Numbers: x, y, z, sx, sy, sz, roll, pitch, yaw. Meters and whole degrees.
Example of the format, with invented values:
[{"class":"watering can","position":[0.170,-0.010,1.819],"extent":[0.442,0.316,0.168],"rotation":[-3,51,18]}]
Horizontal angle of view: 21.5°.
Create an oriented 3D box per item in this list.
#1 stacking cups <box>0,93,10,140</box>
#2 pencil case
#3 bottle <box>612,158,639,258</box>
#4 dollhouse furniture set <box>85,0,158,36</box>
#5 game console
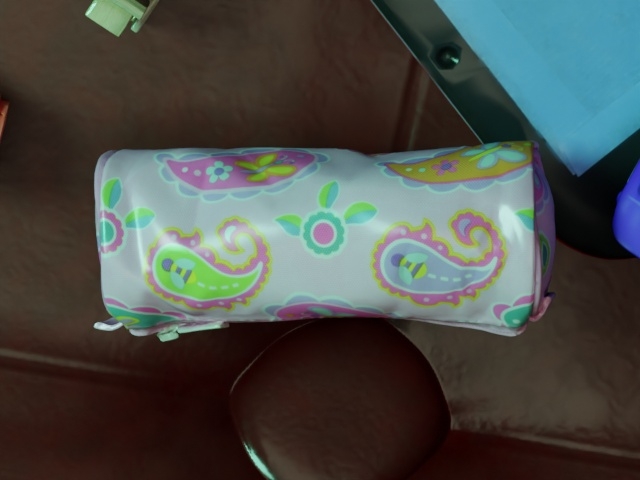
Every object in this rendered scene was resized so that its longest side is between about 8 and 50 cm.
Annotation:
[{"class":"stacking cups","position":[-0.347,-0.103,1.010],"extent":[0.316,0.096,0.096],"rotation":[12,108,-9]},{"class":"pencil case","position":[0.000,0.000,1.025],"extent":[0.284,0.124,0.124],"rotation":[-2,109,9]},{"class":"bottle","position":[0.282,-0.100,0.992],"extent":[0.118,0.092,0.282],"rotation":[29,103,11]},{"class":"dollhouse furniture set","position":[-0.140,-0.187,0.945],"extent":[0.161,0.182,0.101],"rotation":[32,104,-13]},{"class":"game console","position":[0.196,-0.211,1.026],"extent":[0.342,0.060,0.386],"rotation":[-37,108,9]}]
